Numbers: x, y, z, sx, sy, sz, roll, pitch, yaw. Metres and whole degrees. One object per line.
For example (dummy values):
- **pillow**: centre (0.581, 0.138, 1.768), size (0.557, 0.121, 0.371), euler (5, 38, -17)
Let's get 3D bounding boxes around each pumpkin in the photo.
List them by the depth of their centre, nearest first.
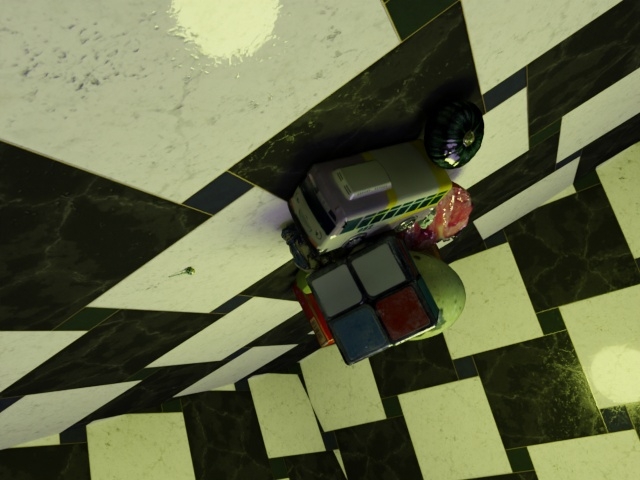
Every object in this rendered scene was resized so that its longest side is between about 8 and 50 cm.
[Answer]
- **pumpkin**: centre (0.387, -0.305, 1.509), size (0.202, 0.140, 0.202), euler (-15, 116, -33)

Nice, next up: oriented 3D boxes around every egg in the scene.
- **egg**: centre (0.356, 0.213, 2.030), size (0.428, 0.345, 0.345), euler (8, 146, -23)

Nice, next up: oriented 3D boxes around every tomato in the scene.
- **tomato**: centre (0.425, -0.129, 2.041), size (0.335, 0.176, 0.289), euler (-23, 140, -12)

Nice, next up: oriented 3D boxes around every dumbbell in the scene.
- **dumbbell**: centre (0.032, 0.146, 2.285), size (0.302, 0.108, 0.121), euler (-11, 155, -41)

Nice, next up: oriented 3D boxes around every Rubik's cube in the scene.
- **Rubik's cube**: centre (0.183, 0.183, 1.716), size (0.313, 0.316, 0.318), euler (-28, 174, 13)

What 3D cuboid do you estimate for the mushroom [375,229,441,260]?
- **mushroom**: centre (0.346, 0.092, 2.270), size (0.331, 0.334, 0.356), euler (-54, 177, 31)

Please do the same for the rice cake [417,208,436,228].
- **rice cake**: centre (0.324, -0.151, 1.768), size (0.038, 0.211, 0.124), euler (-19, 160, -15)

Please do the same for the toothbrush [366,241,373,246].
- **toothbrush**: centre (0.156, 0.082, 2.429), size (0.269, 0.021, 0.027), euler (-42, 170, 35)

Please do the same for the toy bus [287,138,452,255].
- **toy bus**: centre (0.149, -0.137, 1.560), size (0.440, 0.209, 0.249), euler (-17, 159, -28)

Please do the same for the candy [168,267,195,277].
- **candy**: centre (-0.441, 0.106, 1.670), size (0.083, 0.025, 0.023), euler (-15, 131, -11)

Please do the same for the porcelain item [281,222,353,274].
- **porcelain item**: centre (0.000, 0.000, 1.796), size (0.288, 0.186, 0.138), euler (-28, 167, -42)

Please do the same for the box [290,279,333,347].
- **box**: centre (0.026, 0.296, 2.345), size (0.197, 0.313, 0.089), euler (-15, 157, -33)
